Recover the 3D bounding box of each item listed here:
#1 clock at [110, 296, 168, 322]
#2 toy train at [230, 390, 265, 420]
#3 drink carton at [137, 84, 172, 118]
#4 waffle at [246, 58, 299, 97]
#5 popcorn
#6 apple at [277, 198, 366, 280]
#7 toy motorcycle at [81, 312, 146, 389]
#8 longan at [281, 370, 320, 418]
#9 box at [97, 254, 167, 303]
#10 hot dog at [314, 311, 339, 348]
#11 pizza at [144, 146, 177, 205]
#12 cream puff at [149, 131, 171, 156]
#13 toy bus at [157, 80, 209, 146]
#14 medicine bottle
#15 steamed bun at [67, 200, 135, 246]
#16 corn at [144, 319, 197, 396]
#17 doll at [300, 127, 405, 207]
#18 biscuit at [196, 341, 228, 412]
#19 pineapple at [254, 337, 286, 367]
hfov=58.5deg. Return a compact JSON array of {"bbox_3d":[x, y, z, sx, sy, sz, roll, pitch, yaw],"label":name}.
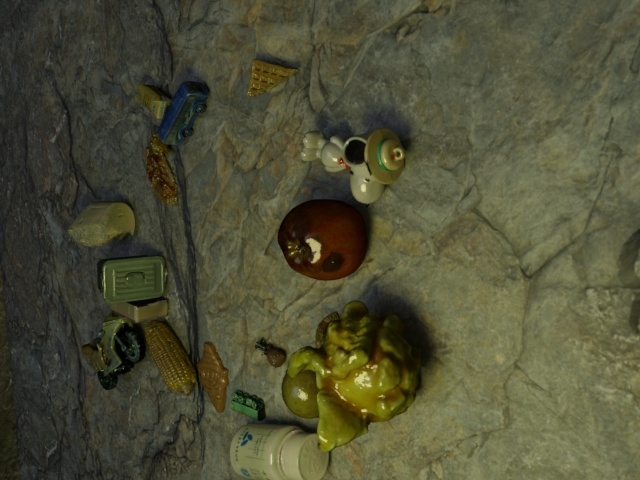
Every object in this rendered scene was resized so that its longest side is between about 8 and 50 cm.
[{"bbox_3d":[-0.689,0.245,2.161,0.192,0.147,0.071,12,104,40],"label":"clock"},{"bbox_3d":[-0.238,0.541,1.874,0.148,0.038,0.071,6,103,41],"label":"toy train"},{"bbox_3d":[-0.561,-0.473,1.992,0.200,0.074,0.084,39,121,33],"label":"drink carton"},{"bbox_3d":[-0.135,-0.447,1.639,0.191,0.032,0.125,30,113,37],"label":"waffle"},{"bbox_3d":[0.075,0.304,1.371,0.325,0.321,0.290,14,106,21],"label":"popcorn"},{"bbox_3d":[0.000,0.000,1.465,0.230,0.230,0.230,7,101,41],"label":"apple"},{"bbox_3d":[-0.829,0.440,2.302,0.410,0.168,0.237,-43,66,37],"label":"toy motorcycle"},{"bbox_3d":[-0.026,0.416,1.606,0.176,0.145,0.155,-29,116,4],"label":"longan"},{"bbox_3d":[-0.705,0.133,2.112,0.135,0.243,0.163,14,107,53],"label":"box"},{"bbox_3d":[0.017,0.282,1.590,0.078,0.061,0.169,16,107,38],"label":"hot dog"},{"bbox_3d":[-0.585,-0.231,2.058,0.127,0.058,0.246,-23,83,41],"label":"pizza"},{"bbox_3d":[-0.570,-0.339,2.023,0.083,0.083,0.058,46,165,-21],"label":"cream puff"},{"bbox_3d":[-0.455,-0.417,1.890,0.236,0.094,0.079,-50,64,35],"label":"toy bus"},{"bbox_3d":[-0.122,0.634,1.696,0.293,0.170,0.170,-13,88,41],"label":"medicine bottle"},{"bbox_3d":[-0.835,-0.052,2.234,0.225,0.200,0.170,2,137,40],"label":"steamed bun"},{"bbox_3d":[-0.549,0.428,2.089,0.322,0.119,0.119,53,127,29],"label":"corn"},{"bbox_3d":[0.074,-0.216,1.413,0.271,0.144,0.208,45,133,23],"label":"doll"},{"bbox_3d":[-0.376,0.481,1.997,0.162,0.035,0.250,-14,89,46],"label":"biscuit"},{"bbox_3d":[-0.160,0.340,1.766,0.124,0.058,0.058,35,118,39],"label":"pineapple"}]
